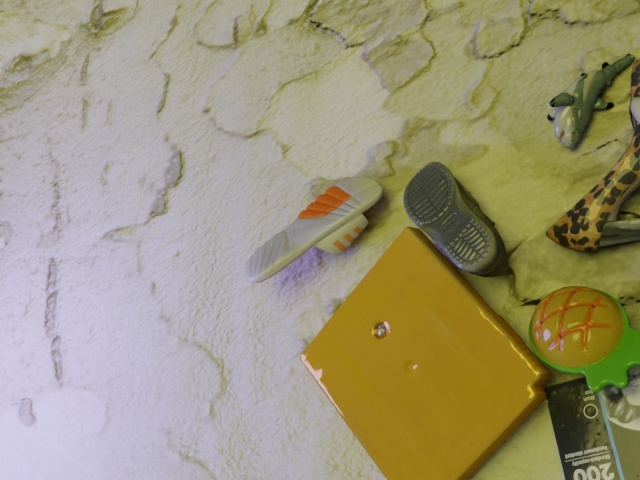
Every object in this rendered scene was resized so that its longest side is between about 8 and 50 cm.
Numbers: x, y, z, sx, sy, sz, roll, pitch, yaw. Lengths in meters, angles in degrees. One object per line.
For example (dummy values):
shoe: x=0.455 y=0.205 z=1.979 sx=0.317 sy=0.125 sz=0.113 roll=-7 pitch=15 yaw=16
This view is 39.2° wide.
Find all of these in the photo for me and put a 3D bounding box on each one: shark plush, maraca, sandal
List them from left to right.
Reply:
sandal: x=-0.004 y=-0.005 z=1.476 sx=0.265 sy=0.076 sz=0.102 roll=-36 pitch=34 yaw=4
maraca: x=0.351 y=0.127 z=1.180 sx=0.127 sy=0.099 sz=0.185 roll=-45 pitch=37 yaw=-1
shark plush: x=0.401 y=-0.210 z=1.328 sx=0.161 sy=0.073 sz=0.067 roll=-42 pitch=74 yaw=-12

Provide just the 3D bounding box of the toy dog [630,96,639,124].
toy dog: x=0.544 y=-0.209 z=1.066 sx=0.395 sy=0.285 sz=0.408 roll=-17 pitch=33 yaw=10

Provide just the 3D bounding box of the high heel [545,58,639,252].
high heel: x=0.394 y=-0.117 z=1.250 sx=0.186 sy=0.093 sz=0.261 roll=-9 pitch=77 yaw=23

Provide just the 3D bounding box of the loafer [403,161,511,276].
loafer: x=0.204 y=-0.024 z=1.350 sx=0.094 sy=0.087 sz=0.251 roll=-42 pitch=40 yaw=15

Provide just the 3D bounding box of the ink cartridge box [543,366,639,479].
ink cartridge box: x=0.406 y=0.264 z=1.142 sx=0.206 sy=0.045 sz=0.208 roll=-21 pitch=65 yaw=25

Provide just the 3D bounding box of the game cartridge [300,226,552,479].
game cartridge: x=0.144 y=0.187 z=1.309 sx=0.285 sy=0.052 sz=0.324 roll=-51 pitch=56 yaw=19
